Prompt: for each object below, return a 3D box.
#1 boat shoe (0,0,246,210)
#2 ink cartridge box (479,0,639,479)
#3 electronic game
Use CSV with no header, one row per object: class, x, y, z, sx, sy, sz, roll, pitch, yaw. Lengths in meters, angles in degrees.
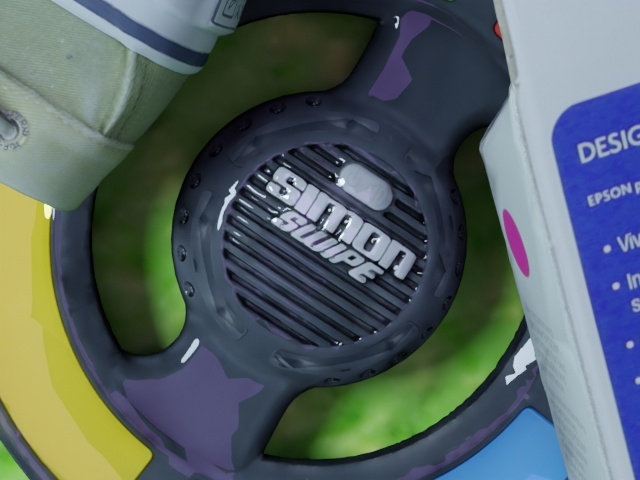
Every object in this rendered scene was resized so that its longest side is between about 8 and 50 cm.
boat shoe,-0.159,-0.108,0.324,0.302,0.109,0.094,30,97,-15
ink cartridge box,0.159,0.044,0.401,0.176,0.069,0.371,-18,109,-5
electronic game,0.000,0.000,0.423,0.229,0.048,0.229,0,95,-5
